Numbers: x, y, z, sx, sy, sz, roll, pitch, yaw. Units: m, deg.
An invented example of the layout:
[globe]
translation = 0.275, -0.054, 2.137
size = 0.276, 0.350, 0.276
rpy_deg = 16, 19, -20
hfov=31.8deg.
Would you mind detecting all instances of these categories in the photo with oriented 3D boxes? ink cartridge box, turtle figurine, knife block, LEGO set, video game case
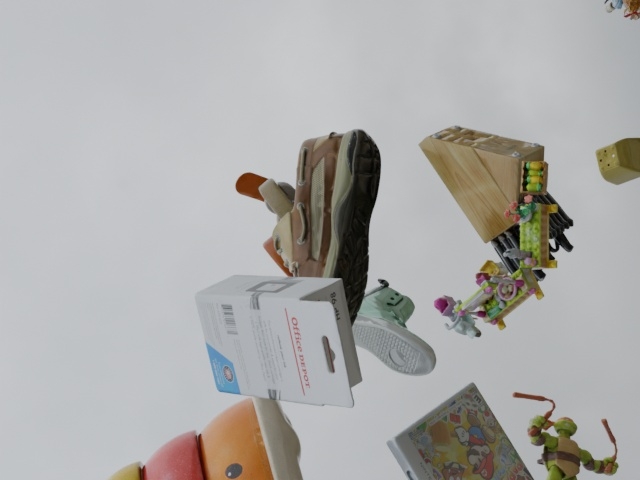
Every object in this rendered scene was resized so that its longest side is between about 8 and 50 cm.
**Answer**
[ink cartridge box]
translation = -0.027, 0.091, 1.039
size = 0.060, 0.180, 0.104
rpy_deg = -24, -72, -44
[turtle figurine]
translation = 0.416, 0.389, 1.963
size = 0.269, 0.087, 0.217
rpy_deg = 31, -129, -28
[knife block]
translation = 0.301, -0.054, 1.932
size = 0.088, 0.276, 0.242
rpy_deg = -25, -57, -45
[LEGO set]
translation = 0.258, 0.021, 1.615
size = 0.107, 0.287, 0.132
rpy_deg = 8, -154, -42
[video game case]
translation = 0.228, 0.355, 1.765
size = 0.227, 0.026, 0.206
rpy_deg = -25, -99, -46

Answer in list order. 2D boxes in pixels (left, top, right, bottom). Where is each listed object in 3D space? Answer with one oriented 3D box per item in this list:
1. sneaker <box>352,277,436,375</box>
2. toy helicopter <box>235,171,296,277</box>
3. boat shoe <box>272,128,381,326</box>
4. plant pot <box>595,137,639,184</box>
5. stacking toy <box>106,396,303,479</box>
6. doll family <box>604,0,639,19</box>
[sneaker]
translation = 0.143, 0.149, 2.032
size = 0.151, 0.256, 0.094
rpy_deg = -29, -54, -33
[toy helicopter]
translation = -0.026, -0.012, 2.072
size = 0.235, 0.140, 0.355
rpy_deg = 49, -179, 30
[boat shoe]
translation = 0.000, 0.000, 1.562
size = 0.122, 0.120, 0.324
rpy_deg = 46, -128, -60
[plant pot]
translation = 0.613, -0.166, 2.313
size = 0.083, 0.081, 0.081
rpy_deg = 3, -108, -45
[stacking toy]
translation = -0.246, 0.459, 1.796
size = 0.350, 0.480, 0.350
rpy_deg = 164, 90, -85
[doll family]
translation = 0.452, -0.437, 1.754
size = 0.163, 0.118, 0.263
rpy_deg = 49, 163, 40
